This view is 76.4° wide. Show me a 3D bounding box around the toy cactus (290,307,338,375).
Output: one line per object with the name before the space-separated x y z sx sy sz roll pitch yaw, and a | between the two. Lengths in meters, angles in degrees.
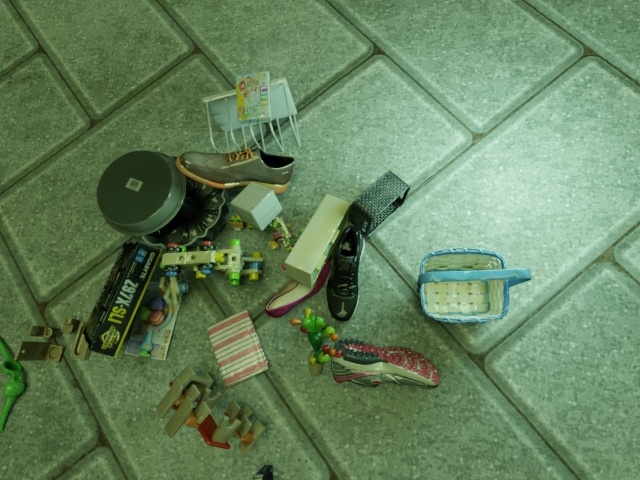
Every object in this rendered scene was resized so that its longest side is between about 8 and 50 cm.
toy cactus | -0.017 0.302 1.149 0.112 0.219 0.180 -6 111 -21

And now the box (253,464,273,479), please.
box | -0.146 0.692 1.068 0.029 0.116 0.162 -8 73 4

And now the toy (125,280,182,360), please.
toy | -0.531 0.247 1.285 0.137 0.056 0.237 7 75 9

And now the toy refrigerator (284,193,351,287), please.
toy refrigerator | 0.000 0.000 1.221 0.094 0.102 0.269 24 61 14

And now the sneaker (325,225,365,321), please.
sneaker | 0.067 0.094 1.208 0.107 0.124 0.283 5 75 10

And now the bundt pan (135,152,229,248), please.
bundt pan | -0.450 -0.115 1.344 0.331 0.124 0.331 -2 74 7

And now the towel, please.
towel | -0.252 0.325 1.239 0.144 0.029 0.197 -25 70 0

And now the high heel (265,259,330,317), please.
high heel | -0.066 0.136 1.219 0.244 0.117 0.082 -39 72 -4

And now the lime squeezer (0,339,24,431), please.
lime squeezer | -0.999 0.441 1.306 0.110 0.059 0.310 -27 71 31

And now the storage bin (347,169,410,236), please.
storage bin | 0.177 -0.112 1.238 0.084 0.122 0.180 42 69 17

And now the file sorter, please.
file sorter | -0.215 -0.383 1.355 0.278 0.193 0.173 -13 75 4

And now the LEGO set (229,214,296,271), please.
LEGO set | -0.168 -0.033 1.288 0.287 0.107 0.132 37 82 16

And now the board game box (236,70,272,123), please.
board game box | -0.206 -0.441 1.255 0.103 0.026 0.154 -6 79 5

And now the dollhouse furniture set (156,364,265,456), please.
dollhouse furniture set | -0.326 0.471 1.104 0.259 0.262 0.135 27 79 49

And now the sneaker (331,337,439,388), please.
sneaker | 0.178 0.359 1.133 0.299 0.121 0.112 10 105 10

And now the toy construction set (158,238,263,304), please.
toy construction set | -0.349 0.083 1.224 0.328 0.215 0.151 -18 75 3

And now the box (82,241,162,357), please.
box | -0.604 0.161 1.230 0.079 0.257 0.322 27 74 -29

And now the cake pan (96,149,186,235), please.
cake pan | -0.574 -0.161 1.283 0.293 0.054 0.293 -2 73 8

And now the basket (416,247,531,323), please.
basket | 0.373 0.116 1.071 0.255 0.289 0.201 -1 79 5

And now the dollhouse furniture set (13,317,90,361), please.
dollhouse furniture set | -0.819 0.314 1.270 0.151 0.123 0.144 7 75 10

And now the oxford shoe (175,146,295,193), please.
oxford shoe | -0.252 -0.241 1.254 0.364 0.133 0.130 1 50 -31

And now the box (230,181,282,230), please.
box | -0.193 -0.105 1.234 0.101 0.087 0.102 25 65 35
